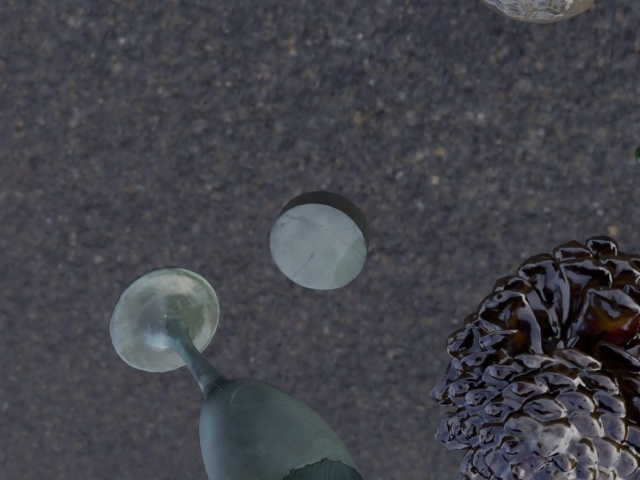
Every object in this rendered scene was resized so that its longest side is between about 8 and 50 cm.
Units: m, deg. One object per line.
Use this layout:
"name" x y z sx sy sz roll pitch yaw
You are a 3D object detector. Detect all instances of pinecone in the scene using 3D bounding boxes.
"pinecone" 0.234 0.122 1.053 0.246 0.292 0.246 16 130 20

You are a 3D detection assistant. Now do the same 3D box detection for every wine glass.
"wine glass" -0.085 0.200 0.901 0.096 0.309 0.264 3 110 -28

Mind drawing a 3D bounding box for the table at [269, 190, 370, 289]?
"table" 0.000 0.000 1.613 0.133 0.043 0.134 5 119 10

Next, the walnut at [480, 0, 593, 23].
"walnut" 0.296 -0.409 1.643 0.224 0.224 0.224 11 144 8

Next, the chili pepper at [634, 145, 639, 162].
"chili pepper" 0.592 -0.068 1.794 0.256 0.100 0.074 24 156 -5
